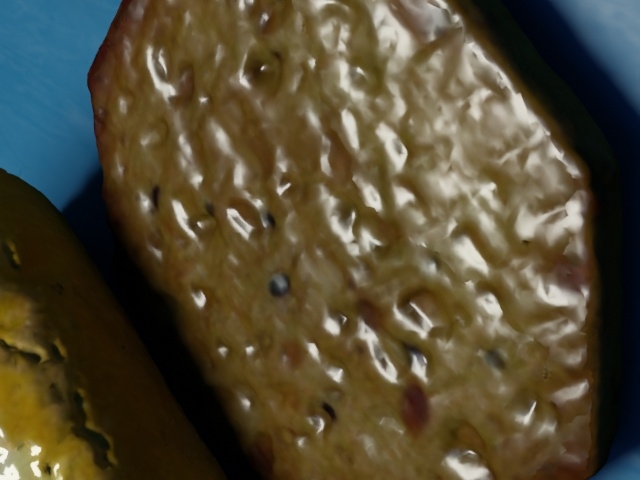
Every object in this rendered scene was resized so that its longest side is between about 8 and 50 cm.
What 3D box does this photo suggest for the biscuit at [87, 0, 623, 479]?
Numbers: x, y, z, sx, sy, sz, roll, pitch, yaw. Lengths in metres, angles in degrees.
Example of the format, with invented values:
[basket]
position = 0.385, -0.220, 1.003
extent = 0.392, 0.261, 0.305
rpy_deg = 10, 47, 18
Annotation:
[biscuit]
position = 0.000, -0.001, 0.568
extent = 0.359, 0.046, 0.359
rpy_deg = 20, 122, 37

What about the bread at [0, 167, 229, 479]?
[bread]
position = -0.151, 0.156, 0.674
extent = 0.375, 0.165, 0.236
rpy_deg = 58, 161, 6
